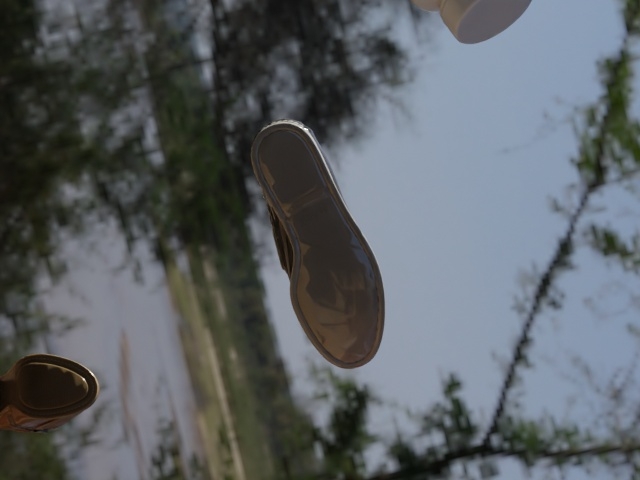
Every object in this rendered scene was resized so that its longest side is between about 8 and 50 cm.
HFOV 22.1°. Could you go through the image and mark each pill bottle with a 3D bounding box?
[{"bbox_3d":[0.106,-0.264,1.441,0.180,0.108,0.108,58,-11,22],"label":"pill bottle"}]

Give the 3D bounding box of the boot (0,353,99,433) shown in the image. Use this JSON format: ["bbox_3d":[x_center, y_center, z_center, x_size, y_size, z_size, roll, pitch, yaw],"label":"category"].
[{"bbox_3d":[-0.307,0.180,1.866,0.152,0.197,0.073,33,57,-61],"label":"boot"}]

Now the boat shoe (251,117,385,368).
[{"bbox_3d":[0.000,0.000,1.302,0.065,0.075,0.206,-97,167,-79],"label":"boat shoe"}]
